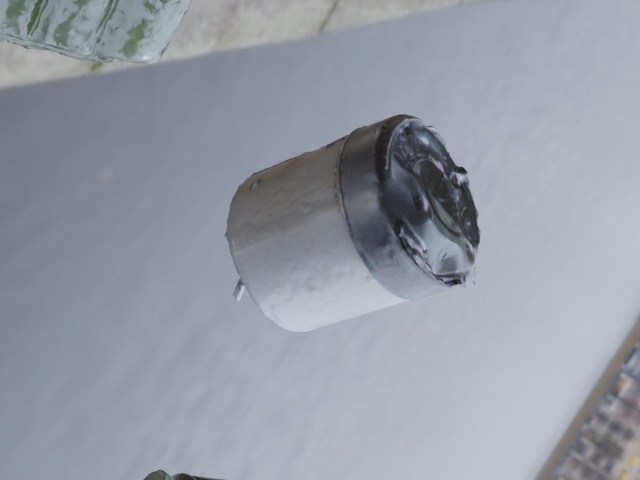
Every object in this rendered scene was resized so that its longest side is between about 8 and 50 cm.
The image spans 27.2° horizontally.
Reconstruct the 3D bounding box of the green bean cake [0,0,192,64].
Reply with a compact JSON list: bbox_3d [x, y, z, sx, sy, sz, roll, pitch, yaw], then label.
[{"bbox_3d":[-0.162,-0.173,0.641,0.185,0.183,0.094,10,125,-36],"label":"green bean cake"}]

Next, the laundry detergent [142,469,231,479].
[{"bbox_3d":[-0.051,0.224,0.877,0.211,0.063,0.137,47,60,-37],"label":"laundry detergent"}]

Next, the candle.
[{"bbox_3d":[0.000,0.000,1.369,0.330,0.187,0.187,-20,-169,35],"label":"candle"}]
